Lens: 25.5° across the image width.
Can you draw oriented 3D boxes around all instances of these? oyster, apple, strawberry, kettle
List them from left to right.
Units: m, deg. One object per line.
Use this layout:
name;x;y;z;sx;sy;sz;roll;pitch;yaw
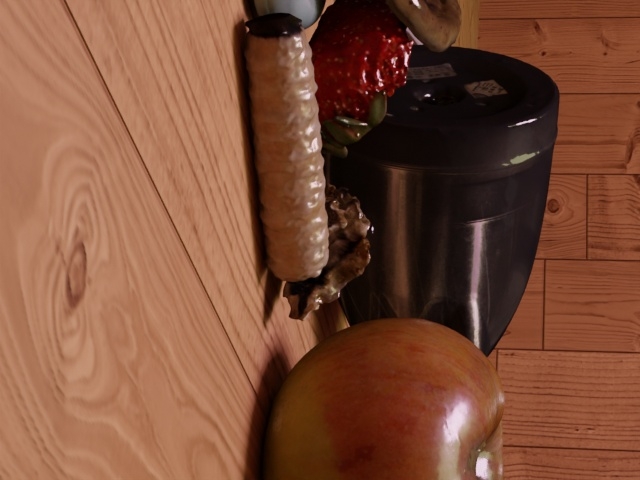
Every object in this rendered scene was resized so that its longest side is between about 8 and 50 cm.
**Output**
oyster;-0.006;-0.002;1.195;0.103;0.051;0.148;-50;-157;15
strawberry;0.024;-0.159;1.223;0.082;0.146;0.187;36;42;-24
apple;0.056;0.187;1.188;0.261;0.194;0.260;0;90;-78
kettle;0.095;-0.025;1.453;0.321;0.228;0.324;-131;-143;-55

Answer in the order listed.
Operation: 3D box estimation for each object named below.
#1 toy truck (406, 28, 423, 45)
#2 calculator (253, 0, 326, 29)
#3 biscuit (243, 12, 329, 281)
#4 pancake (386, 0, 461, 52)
toy truck;0.091;-0.283;1.601;0.136;0.111;0.286;-53;-165;50
calculator;-0.023;-0.259;1.128;0.295;0.042;0.184;-44;134;-78
biscuit;-0.027;-0.071;1.096;0.061;0.055;0.219;30;-47;49
pancake;0.062;-0.268;1.217;0.235;0.029;0.212;66;21;4
